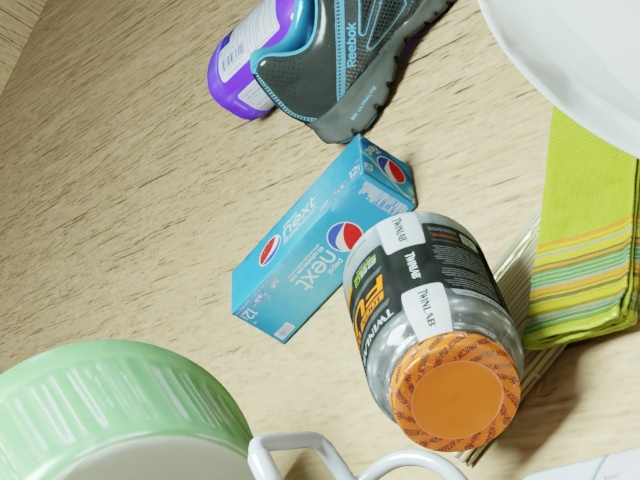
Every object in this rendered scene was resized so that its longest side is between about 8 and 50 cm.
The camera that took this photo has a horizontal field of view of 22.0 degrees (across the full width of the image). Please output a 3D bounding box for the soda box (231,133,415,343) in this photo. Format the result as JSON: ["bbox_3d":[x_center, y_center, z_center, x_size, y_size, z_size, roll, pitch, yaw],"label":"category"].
[{"bbox_3d":[0.000,0.000,1.596,0.210,0.067,0.071,-46,25,26],"label":"soda box"}]

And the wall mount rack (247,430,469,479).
[{"bbox_3d":[-0.010,0.318,1.163,0.350,0.130,0.304,-47,64,26],"label":"wall mount rack"}]

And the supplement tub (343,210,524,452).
[{"bbox_3d":[0.084,0.067,1.226,0.117,0.117,0.190,-51,22,17],"label":"supplement tub"}]

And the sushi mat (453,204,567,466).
[{"bbox_3d":[0.185,0.016,1.265,0.316,0.019,0.151,-53,22,13],"label":"sushi mat"}]

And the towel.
[{"bbox_3d":[0.200,-0.034,1.225,0.102,0.021,0.237,-20,50,45],"label":"towel"}]

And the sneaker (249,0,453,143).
[{"bbox_3d":[0.059,-0.272,1.723,0.341,0.140,0.125,-59,21,-4],"label":"sneaker"}]

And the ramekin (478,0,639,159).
[{"bbox_3d":[0.245,-0.168,1.076,0.127,0.273,0.273,-56,20,-22],"label":"ramekin"}]

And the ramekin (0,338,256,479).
[{"bbox_3d":[-0.168,0.247,1.352,0.303,0.303,0.148,-57,30,3],"label":"ramekin"}]

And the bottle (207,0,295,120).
[{"bbox_3d":[-0.021,-0.259,1.928,0.283,0.092,0.118,-40,30,37],"label":"bottle"}]

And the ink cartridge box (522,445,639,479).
[{"bbox_3d":[0.172,0.236,0.973,0.189,0.066,0.232,-26,35,52],"label":"ink cartridge box"}]
